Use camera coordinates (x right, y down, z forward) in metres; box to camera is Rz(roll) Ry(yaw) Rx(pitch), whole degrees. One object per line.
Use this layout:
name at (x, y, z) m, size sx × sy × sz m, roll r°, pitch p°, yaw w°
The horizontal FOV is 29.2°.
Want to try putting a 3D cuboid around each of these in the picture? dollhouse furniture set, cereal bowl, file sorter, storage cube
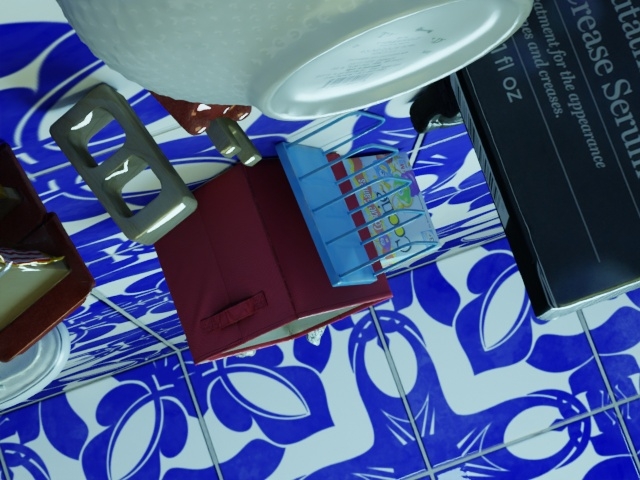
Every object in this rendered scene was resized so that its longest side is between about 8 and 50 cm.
dollhouse furniture set at (-0.190, -0.070, 0.908) m, size 0.374 × 0.152 × 0.201 m, roll -39°, pitch 168°, yaw 9°
cereal bowl at (0.020, -0.163, 0.682) m, size 0.338 × 0.141 × 0.339 m, roll -20°, pitch 172°, yaw -3°
file sorter at (0.045, -0.047, 1.378) m, size 0.104 × 0.170 × 0.118 m, roll -26°, pitch 170°, yaw 21°
storage cube at (-0.062, 0.020, 1.479) m, size 0.183 × 0.193 × 0.215 m, roll -26°, pitch 170°, yaw 38°

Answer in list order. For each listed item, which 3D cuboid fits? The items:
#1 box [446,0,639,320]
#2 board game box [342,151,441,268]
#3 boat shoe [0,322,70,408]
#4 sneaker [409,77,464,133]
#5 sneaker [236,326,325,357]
box at (0.304, -0.142, 0.938) m, size 0.395 × 0.294 × 0.212 m, roll -21°, pitch 172°, yaw 4°
board game box at (0.000, 0.000, 1.660) m, size 0.275 × 0.144 × 0.142 m, roll -26°, pitch 170°, yaw 41°
boat shoe at (-0.524, 0.166, 1.627) m, size 0.367 × 0.136 × 0.156 m, roll -11°, pitch 169°, yaw 5°
sneaker at (0.157, -0.156, 1.359) m, size 0.089 × 0.051 × 0.170 m, roll -17°, pitch 176°, yaw -20°
sneaker at (-0.002, 0.072, 1.986) m, size 0.410 × 0.182 × 0.158 m, roll -23°, pitch 171°, yaw 21°
